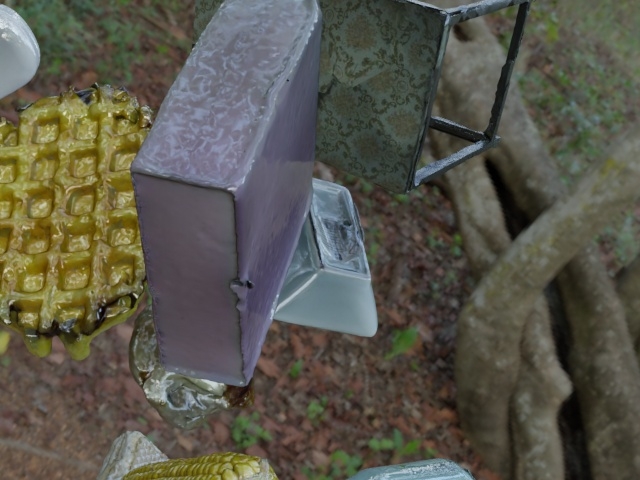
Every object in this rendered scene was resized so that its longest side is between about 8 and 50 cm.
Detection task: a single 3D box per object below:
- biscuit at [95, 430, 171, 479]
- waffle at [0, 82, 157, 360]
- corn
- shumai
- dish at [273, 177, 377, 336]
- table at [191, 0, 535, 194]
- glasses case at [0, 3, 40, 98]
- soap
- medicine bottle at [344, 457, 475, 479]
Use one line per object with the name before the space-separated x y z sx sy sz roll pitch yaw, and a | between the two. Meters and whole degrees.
biscuit | -0.189 0.353 1.222 0.239 0.061 0.108 51 29 -24
waffle | -0.350 -0.042 1.366 0.382 0.379 0.095 43 -14 18
corn | -0.106 0.218 0.807 0.080 0.238 0.080 9 73 -33
shumai | -0.168 0.167 1.355 0.201 0.120 0.201 46 33 -42
dish | 0.000 0.000 1.316 0.182 0.080 0.243 14 49 -33
table | 0.052 -0.244 1.237 0.335 0.222 0.272 24 29 26
glasses case | -0.277 -0.111 0.685 0.063 0.164 0.041 60 8 -30
soap | -0.077 -0.054 0.957 0.107 0.296 0.285 13 48 8
medicine bottle | 0.098 0.490 1.572 0.290 0.245 0.245 -1 39 -25
